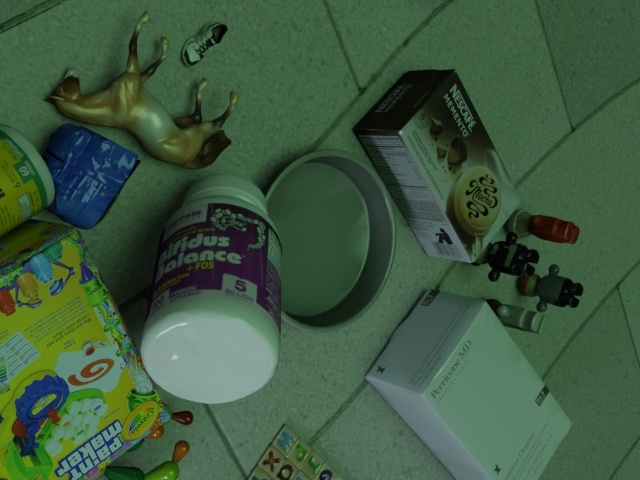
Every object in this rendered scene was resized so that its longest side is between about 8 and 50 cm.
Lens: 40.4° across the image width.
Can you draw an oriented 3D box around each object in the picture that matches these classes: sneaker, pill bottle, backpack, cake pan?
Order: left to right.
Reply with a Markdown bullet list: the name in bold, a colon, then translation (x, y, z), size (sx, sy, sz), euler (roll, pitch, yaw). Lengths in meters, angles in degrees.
- **pill bottle**: translation (-0.423, -0.038, 1.000), size (0.208, 0.117, 0.118), euler (-40, 118, -33)
- **backpack**: translation (-0.309, -0.082, 1.112), size (0.101, 0.098, 0.120), euler (28, 90, -33)
- **sneaker**: translation (-0.165, -0.283, 1.242), size (0.032, 0.037, 0.083), euler (47, 68, -35)
- **pill bottle**: translation (-0.134, 0.048, 1.142), size (0.169, 0.169, 0.302), euler (47, 24, -33)
- **cake pan**: translation (0.000, 0.000, 1.398), size (0.293, 0.054, 0.293), euler (-6, 99, -39)

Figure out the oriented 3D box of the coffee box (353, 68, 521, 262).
- **coffee box**: translation (0.208, -0.129, 1.510), size (0.168, 0.119, 0.297), euler (-47, 122, -24)

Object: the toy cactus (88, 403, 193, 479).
- **toy cactus**: translation (-0.280, 0.315, 1.194), size (0.180, 0.112, 0.219), euler (27, 80, -19)

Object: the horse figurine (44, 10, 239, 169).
- **horse figurine**: translation (-0.219, -0.179, 1.191), size (0.263, 0.066, 0.174), euler (41, 69, -34)

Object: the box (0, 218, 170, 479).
- **box**: translation (-0.383, 0.166, 1.026), size (0.290, 0.177, 0.279), euler (-34, 115, -32)

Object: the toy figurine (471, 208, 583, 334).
- **toy figurine**: translation (0.390, 0.060, 1.673), size (0.213, 0.148, 0.210), euler (-31, 120, -35)

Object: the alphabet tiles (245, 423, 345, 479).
- **alphabet tiles**: translation (-0.068, 0.451, 1.425), size (0.198, 0.009, 0.237), euler (50, 65, -32)

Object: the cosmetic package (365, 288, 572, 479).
- **cosmetic package**: translation (0.280, 0.293, 1.595), size (0.217, 0.156, 0.385), euler (-53, 125, -19)
